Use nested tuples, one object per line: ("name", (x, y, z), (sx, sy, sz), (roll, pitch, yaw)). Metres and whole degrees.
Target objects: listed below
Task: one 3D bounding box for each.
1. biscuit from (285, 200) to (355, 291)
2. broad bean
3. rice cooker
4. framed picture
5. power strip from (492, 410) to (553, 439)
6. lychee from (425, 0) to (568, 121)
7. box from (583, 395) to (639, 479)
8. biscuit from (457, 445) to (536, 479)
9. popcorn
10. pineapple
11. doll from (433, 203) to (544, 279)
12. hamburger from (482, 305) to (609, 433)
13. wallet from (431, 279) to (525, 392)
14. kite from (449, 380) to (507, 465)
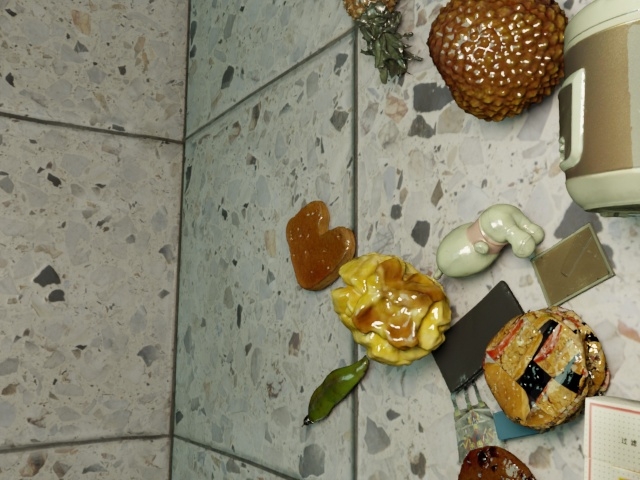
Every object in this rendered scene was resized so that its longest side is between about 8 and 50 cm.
("biscuit", (0.002, 0.000, 1.884), (0.262, 0.052, 0.277), (-47, 47, 37))
("broad bean", (0.031, 0.413, 1.757), (0.339, 0.061, 0.077), (-56, 49, 37))
("rice cooker", (0.496, -0.201, 0.883), (0.335, 0.335, 0.326), (-2, 88, 57))
("framed picture", (0.463, 0.050, 1.194), (0.149, 0.011, 0.109), (-43, 51, 45))
("power strip", (0.388, 0.350, 1.241), (0.123, 0.032, 0.056), (-36, 56, 49))
("lychee", (0.348, -0.371, 1.238), (0.267, 0.267, 0.268), (-14, 73, 56))
("box", (0.515, 0.419, 0.980), (0.210, 0.095, 0.331), (-4, 80, 56))
("biscuit", (0.347, 0.497, 1.257), (0.192, 0.049, 0.192), (-6, 82, 49))
("popcorn", (0.147, 0.138, 1.434), (0.225, 0.264, 0.332), (-61, 12, 18))
("pineapple", (0.150, -0.550, 1.653), (0.165, 0.165, 0.365), (-40, 55, 47))
("doll", (0.323, 0.002, 1.316), (0.113, 0.155, 0.275), (55, 143, -5))
("hamburger", (0.396, 0.225, 1.162), (0.230, 0.106, 0.231), (-15, 70, 46))
("wallet", (0.330, 0.204, 1.348), (0.244, 0.025, 0.124), (-53, 42, 32))
("kite", (0.317, 0.363, 1.363), (0.141, 0.015, 0.245), (-39, 54, 43))
